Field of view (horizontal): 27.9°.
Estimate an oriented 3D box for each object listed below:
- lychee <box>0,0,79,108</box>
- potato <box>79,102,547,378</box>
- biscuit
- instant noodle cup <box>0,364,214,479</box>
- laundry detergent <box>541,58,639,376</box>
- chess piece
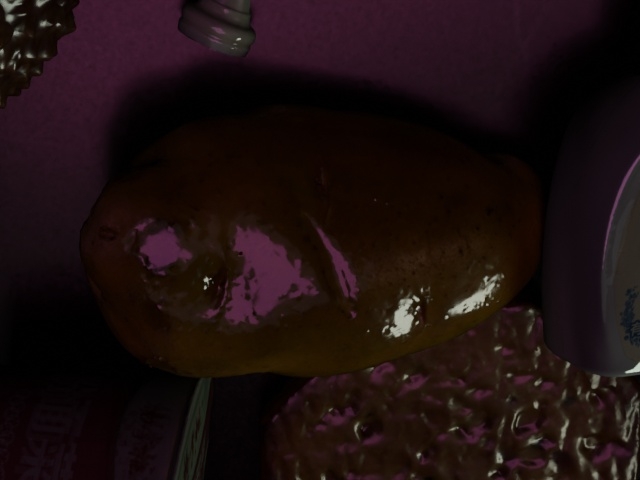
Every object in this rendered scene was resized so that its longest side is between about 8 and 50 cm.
[{"bbox_3d":[-0.279,-0.184,0.824,0.267,0.267,0.268,-2,115,-4],"label":"lychee"},{"bbox_3d":[0.000,0.000,0.994,0.369,0.196,0.176,-3,153,-13],"label":"potato"},{"bbox_3d":[0.115,0.198,1.148,0.359,0.046,0.359,-2,114,-4],"label":"biscuit"},{"bbox_3d":[-0.191,0.203,1.035,0.178,0.235,0.235,9,114,1],"label":"instant noodle cup"},{"bbox_3d":[0.274,-0.046,1.006,0.214,0.105,0.281,-8,112,-32],"label":"laundry detergent"},{"bbox_3d":[-0.051,-0.211,0.940,0.059,0.059,0.149,22,107,-14],"label":"chess piece"}]
